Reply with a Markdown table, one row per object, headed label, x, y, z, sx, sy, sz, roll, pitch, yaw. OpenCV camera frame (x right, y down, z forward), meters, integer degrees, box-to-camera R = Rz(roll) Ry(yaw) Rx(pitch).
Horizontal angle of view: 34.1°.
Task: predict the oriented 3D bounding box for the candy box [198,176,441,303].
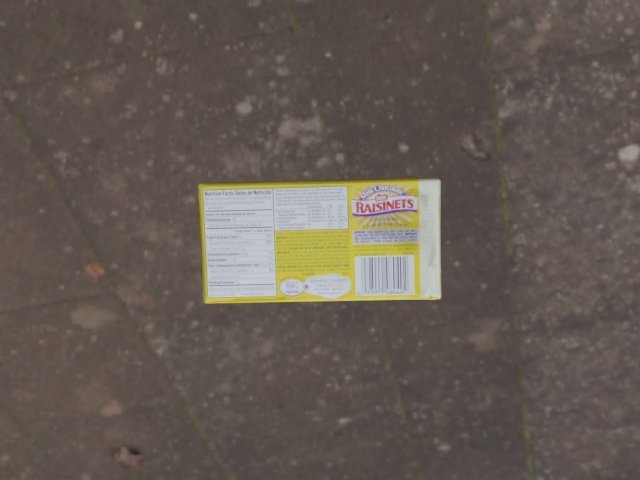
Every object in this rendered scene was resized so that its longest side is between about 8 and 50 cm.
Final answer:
| label | x | y | z | sx | sy | sz | roll | pitch | yaw |
| --- | --- | --- | --- | --- | --- | --- | --- | --- | --- |
| candy box | 0.000 | 0.000 | 0.898 | 0.206 | 0.027 | 0.105 | -1 | 96 | 2 |
